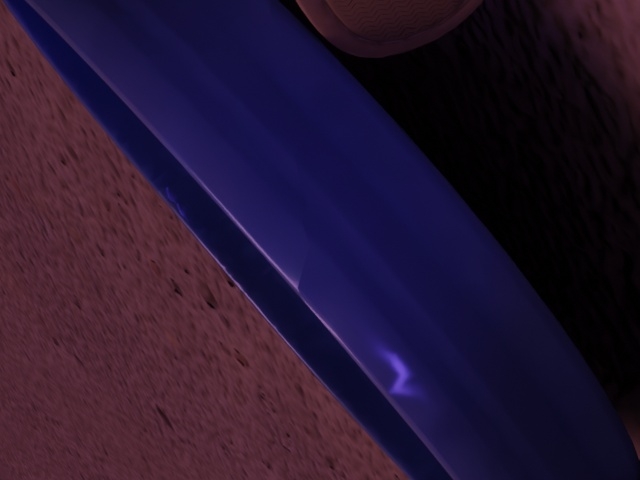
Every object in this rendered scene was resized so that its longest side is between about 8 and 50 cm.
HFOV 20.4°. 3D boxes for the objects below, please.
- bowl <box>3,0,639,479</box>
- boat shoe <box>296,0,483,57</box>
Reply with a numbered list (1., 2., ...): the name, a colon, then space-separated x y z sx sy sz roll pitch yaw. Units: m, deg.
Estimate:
1. bowl: 0.000 0.000 0.836 0.391 0.077 0.391 49 175 6
2. boat shoe: 0.001 -0.195 0.605 0.302 0.113 0.103 74 171 -50
